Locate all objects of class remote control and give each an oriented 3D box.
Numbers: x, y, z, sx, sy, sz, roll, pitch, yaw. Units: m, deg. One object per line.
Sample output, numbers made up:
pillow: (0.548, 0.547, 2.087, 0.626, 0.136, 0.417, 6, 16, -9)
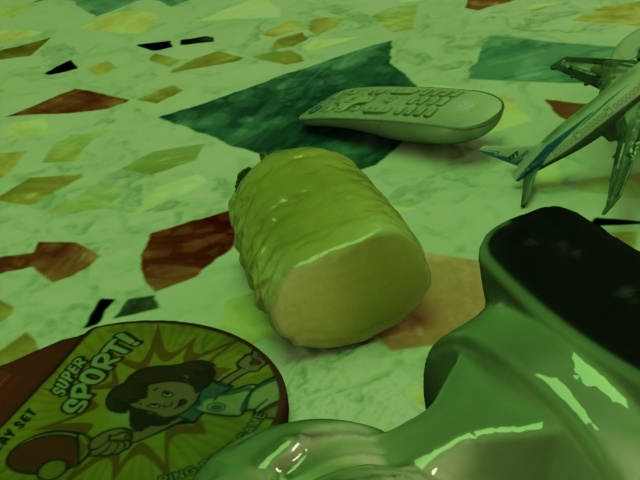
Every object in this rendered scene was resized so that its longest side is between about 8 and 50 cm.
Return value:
remote control: (0.077, -0.117, 1.105, 0.229, 0.044, 0.073, 8, 38, 45)

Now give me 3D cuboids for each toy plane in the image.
toy plane: (0.239, -0.111, 0.939, 0.226, 0.058, 0.226, -30, 32, 20)

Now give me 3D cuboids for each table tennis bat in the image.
table tennis bat: (-0.169, 0.113, 0.772, 0.310, 0.038, 0.200, 6, 31, 20)

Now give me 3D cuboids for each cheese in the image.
cheese: (0.000, 0.000, 0.857, 0.123, 0.094, 0.167, -13, 29, -10)

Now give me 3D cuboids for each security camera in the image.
security camera: (0.057, 0.137, 0.496, 0.277, 0.191, 0.197, -25, 37, -20)

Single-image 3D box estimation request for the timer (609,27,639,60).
timer: (0.398, -0.140, 0.997, 0.237, 0.087, 0.262, -25, 32, -24)
